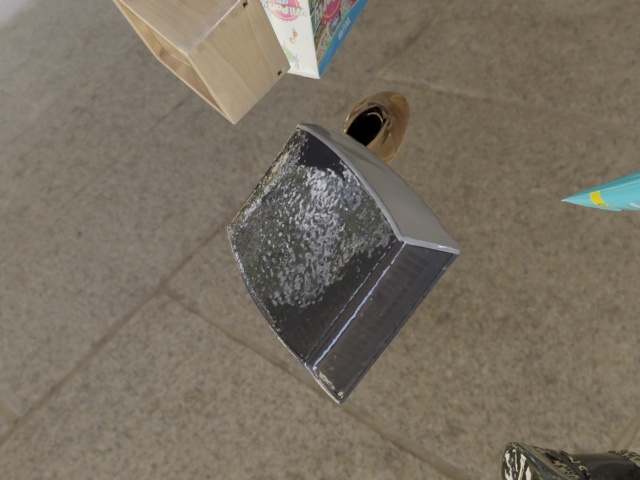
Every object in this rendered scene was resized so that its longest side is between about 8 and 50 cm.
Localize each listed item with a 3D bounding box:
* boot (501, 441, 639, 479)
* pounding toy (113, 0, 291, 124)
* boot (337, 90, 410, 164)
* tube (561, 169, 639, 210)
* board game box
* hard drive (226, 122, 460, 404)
[{"bbox_3d":[0.334,0.302,0.883,0.178,0.085,0.236,6,14,-20],"label":"boot"},{"bbox_3d":[-0.136,-0.232,0.701,0.094,0.206,0.181,-46,67,-6],"label":"pounding toy"},{"bbox_3d":[0.091,-0.184,1.296,0.115,0.112,0.305,-48,1,44],"label":"boot"},{"bbox_3d":[0.350,-0.055,0.839,0.207,0.080,0.052,158,124,-74],"label":"tube"},{"bbox_3d":[-0.018,-0.445,1.214,0.097,0.303,0.224,14,55,19],"label":"board game box"},{"bbox_3d":[0.000,0.000,0.680,0.172,0.054,0.255,-54,34,12],"label":"hard drive"}]
